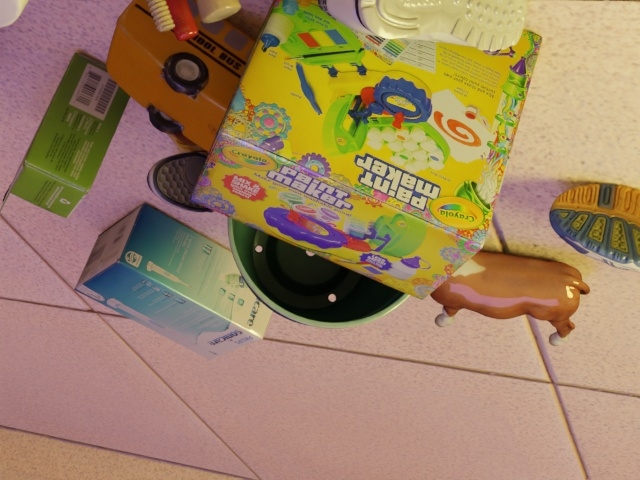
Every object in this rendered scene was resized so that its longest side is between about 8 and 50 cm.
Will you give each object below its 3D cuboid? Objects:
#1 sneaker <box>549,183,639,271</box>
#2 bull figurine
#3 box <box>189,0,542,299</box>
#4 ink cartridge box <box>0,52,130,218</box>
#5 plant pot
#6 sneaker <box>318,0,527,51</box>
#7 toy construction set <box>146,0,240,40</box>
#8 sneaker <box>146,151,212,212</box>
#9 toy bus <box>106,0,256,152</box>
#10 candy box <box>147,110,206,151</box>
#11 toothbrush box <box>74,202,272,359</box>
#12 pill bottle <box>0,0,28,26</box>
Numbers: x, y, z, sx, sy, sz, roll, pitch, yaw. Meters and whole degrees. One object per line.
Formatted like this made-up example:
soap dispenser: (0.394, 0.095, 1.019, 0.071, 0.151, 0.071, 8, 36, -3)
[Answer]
sneaker: (0.434, 0.020, 1.492, 0.296, 0.112, 0.131, 17, 154, 8)
bull figurine: (0.243, 0.067, 1.728, 0.310, 0.101, 0.188, 13, 157, 18)
box: (0.050, -0.134, 1.271, 0.290, 0.279, 0.177, 24, 153, -7)
ink cartridge box: (-0.372, -0.127, 1.678, 0.097, 0.188, 0.255, 25, 155, -15)
plant pot: (0.000, 0.000, 1.604, 0.272, 0.271, 0.255, 21, 167, -3)
sneaker: (0.112, -0.243, 1.189, 0.235, 0.090, 0.095, 0, -172, -35)
toy construction set: (-0.070, -0.350, 1.061, 0.309, 0.257, 0.237, -22, 89, 32)
sneaker: (-0.196, -0.082, 1.672, 0.163, 0.086, 0.226, 0, -178, 41)
toy bus: (-0.099, -0.167, 1.405, 0.333, 0.130, 0.108, 34, 148, -2)
candy box: (-0.182, -0.192, 1.575, 0.109, 0.053, 0.186, 2, 150, 30)
toothbrush box: (-0.251, 0.081, 2.058, 0.295, 0.126, 0.216, 31, 151, -20)
pill bottle: (-0.286, -0.350, 1.084, 0.161, 0.283, 0.161, 16, 153, 8)
